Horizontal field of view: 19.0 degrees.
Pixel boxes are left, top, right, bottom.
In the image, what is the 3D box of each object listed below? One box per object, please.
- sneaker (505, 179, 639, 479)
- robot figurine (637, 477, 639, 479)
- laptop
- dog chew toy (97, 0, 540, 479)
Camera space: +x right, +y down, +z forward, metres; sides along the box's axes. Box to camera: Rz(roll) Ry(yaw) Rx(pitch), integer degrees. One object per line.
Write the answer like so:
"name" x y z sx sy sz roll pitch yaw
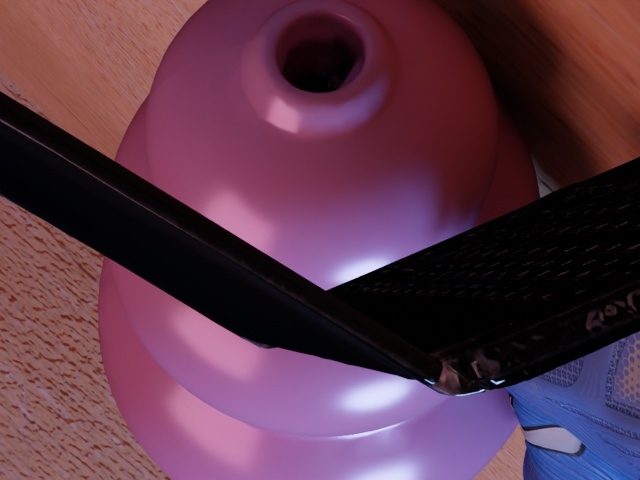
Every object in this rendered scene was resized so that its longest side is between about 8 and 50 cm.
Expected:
"sneaker" 0.127 0.045 0.699 0.147 0.130 0.330 58 170 8
"robot figurine" 0.112 0.102 0.337 0.211 0.291 0.085 37 162 43
"laptop" 0.013 -0.045 0.429 0.234 0.264 0.136 178 69 -80
"dog chew toy" 0.000 0.000 0.796 0.206 0.206 0.332 43 165 17
